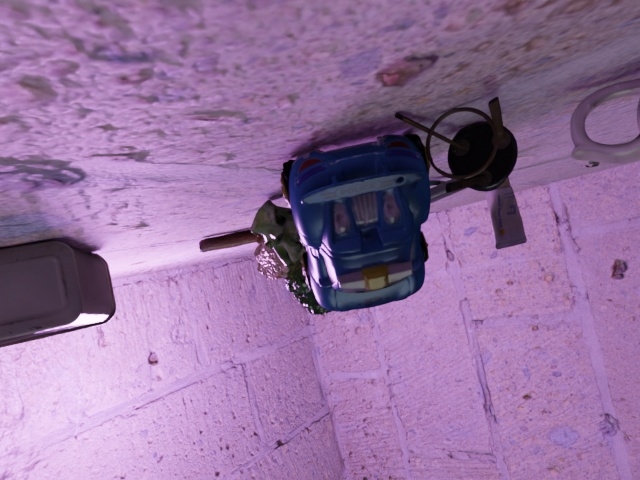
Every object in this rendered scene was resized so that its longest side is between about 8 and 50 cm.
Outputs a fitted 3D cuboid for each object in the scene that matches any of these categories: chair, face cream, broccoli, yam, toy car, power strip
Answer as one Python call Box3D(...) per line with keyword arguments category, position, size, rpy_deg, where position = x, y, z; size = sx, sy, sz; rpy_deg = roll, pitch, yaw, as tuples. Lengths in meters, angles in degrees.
Box3D(category="chair", position=(0.184, -0.114, 0.534), size=(0.095, 0.104, 0.222), rpy_deg=(-33, 166, 25))
Box3D(category="face cream", position=(0.562, -0.092, 1.348), size=(0.114, 0.223, 0.070), rpy_deg=(-12, 177, -14))
Box3D(category="broccoli", position=(0.000, 0.000, 0.857), size=(0.270, 0.269, 0.270), rpy_deg=(25, -174, 12))
Box3D(category="yam", position=(-0.237, -0.007, 1.339), size=(0.264, 0.046, 0.046), rpy_deg=(-11, 177, -18))
Box3D(category="toy car", position=(0.063, 0.004, 0.607), size=(0.199, 0.165, 0.314), rpy_deg=(-10, 133, 0))
Box3D(category="power strip", position=(0.342, -0.138, 1.106), size=(0.253, 0.027, 0.060), rpy_deg=(-23, 166, 21))

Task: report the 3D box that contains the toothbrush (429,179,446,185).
Box3D(category="toothbrush", position=(0.286, -0.145, 1.112), size=(0.257, 0.024, 0.018), rpy_deg=(-10, 156, -38))

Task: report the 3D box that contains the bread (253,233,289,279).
Box3D(category="bread", position=(-0.040, 0.008, 1.234), size=(0.192, 0.171, 0.314), rpy_deg=(-15, -179, -34))

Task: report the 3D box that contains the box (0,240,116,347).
Box3D(category="box", position=(-0.623, 0.122, 0.875), size=(0.352, 0.177, 0.344), rpy_deg=(-11, 176, -19))

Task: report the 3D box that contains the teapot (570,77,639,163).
Box3D(category="teapot", position=(0.436, -0.124, 0.467), size=(0.300, 0.165, 0.208), rpy_deg=(7, 174, 35))

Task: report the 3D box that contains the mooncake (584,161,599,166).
Box3D(category="mooncake", position=(0.530, -0.190, 1.061), size=(0.347, 0.057, 0.150), rpy_deg=(-6, -170, -5))
